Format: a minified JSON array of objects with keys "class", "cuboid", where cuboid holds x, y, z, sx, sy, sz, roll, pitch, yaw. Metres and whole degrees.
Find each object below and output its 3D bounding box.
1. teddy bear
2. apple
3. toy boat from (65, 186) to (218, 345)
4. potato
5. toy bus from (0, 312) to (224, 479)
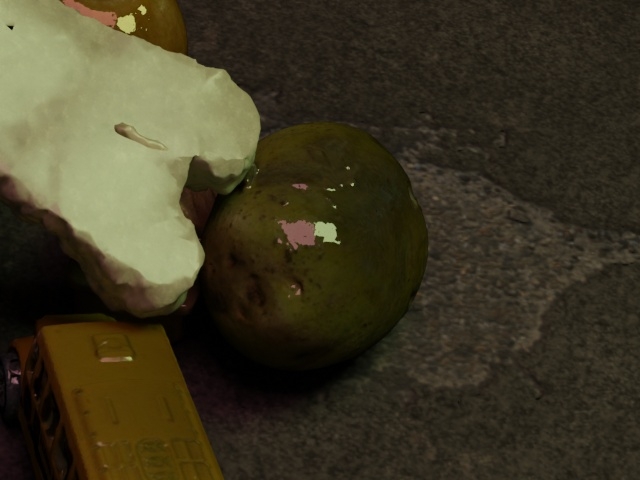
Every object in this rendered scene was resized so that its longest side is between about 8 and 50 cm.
[{"class":"teddy bear","cuboid":[-0.300,-0.065,1.500,0.375,0.362,0.327,34,56,-16]},{"class":"apple","cuboid":[-0.208,-0.183,1.666,0.182,0.155,0.182,9,41,-8]},{"class":"toy boat","cuboid":[-0.142,0.002,1.560,0.116,0.061,0.188,14,43,2]},{"class":"potato","cuboid":[-0.002,-0.001,1.524,0.197,0.148,0.228,52,36,15]},{"class":"toy bus","cuboid":[-0.145,0.155,1.323,0.121,0.123,0.335,-2,35,-20]}]
